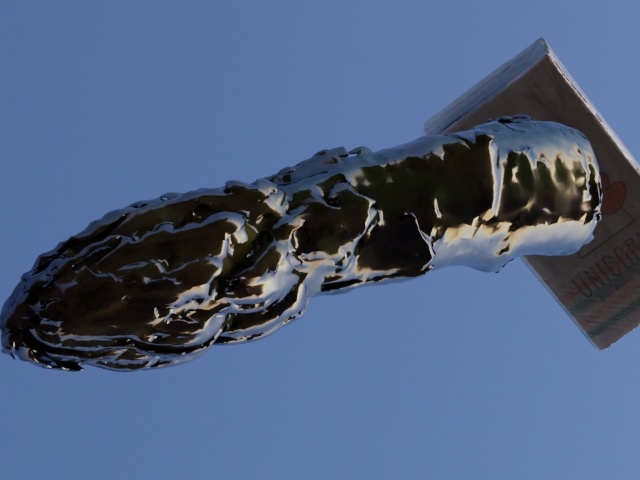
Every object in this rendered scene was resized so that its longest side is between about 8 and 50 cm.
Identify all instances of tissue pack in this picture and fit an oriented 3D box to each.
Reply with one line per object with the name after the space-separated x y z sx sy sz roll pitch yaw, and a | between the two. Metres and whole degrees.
0.090 -0.015 0.697 0.056 0.023 0.108 -36 -70 11 | tissue pack

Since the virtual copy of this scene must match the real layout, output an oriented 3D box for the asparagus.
0.000 0.000 0.386 0.165 0.030 0.036 -17 -51 -44 | asparagus
